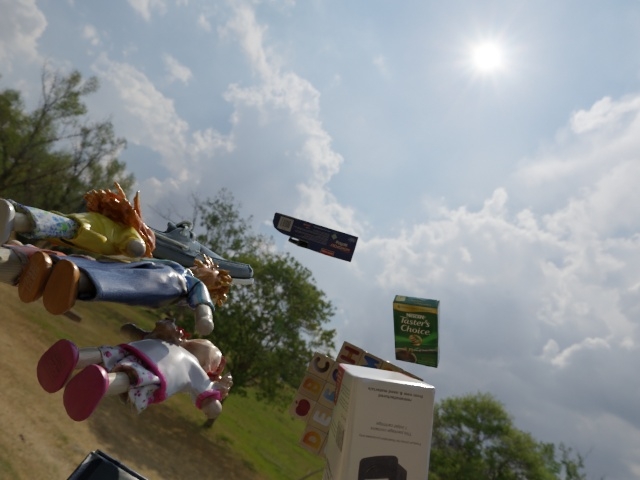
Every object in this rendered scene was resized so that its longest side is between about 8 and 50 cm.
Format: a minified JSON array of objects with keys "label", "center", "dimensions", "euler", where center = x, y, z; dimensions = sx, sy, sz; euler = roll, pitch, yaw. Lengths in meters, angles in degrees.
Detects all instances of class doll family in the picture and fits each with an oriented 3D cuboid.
[{"label":"doll family","center":[-0.159,0.025,0.359],"dimensions":[0.263,0.118,0.163],"euler":[28,4,24]}]

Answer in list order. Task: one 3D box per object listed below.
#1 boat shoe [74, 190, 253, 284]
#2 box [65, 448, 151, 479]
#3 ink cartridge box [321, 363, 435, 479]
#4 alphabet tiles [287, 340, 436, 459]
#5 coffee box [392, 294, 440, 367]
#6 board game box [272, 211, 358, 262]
[{"label":"boat shoe","center":[-0.255,0.005,0.768],"dimensions":[0.320,0.098,0.116],"euler":[18,-11,-24]},{"label":"box","center":[-0.094,0.220,0.194],"dimensions":[0.175,0.051,0.220],"euler":[35,9,-3]},{"label":"ink cartridge box","center":[0.061,0.287,0.560],"dimensions":[0.100,0.237,0.172],"euler":[9,-11,-2]},{"label":"alphabet tiles","center":[0.105,0.437,1.140],"dimensions":[0.343,0.285,0.011],"euler":[25,-13,6]},{"label":"coffee box","center":[0.239,0.226,1.111],"dimensions":[0.113,0.040,0.184],"euler":[6,-62,23]},{"label":"board game box","center":[0.000,0.000,1.049],"dimensions":[0.194,0.060,0.194],"euler":[17,-2,12]}]
